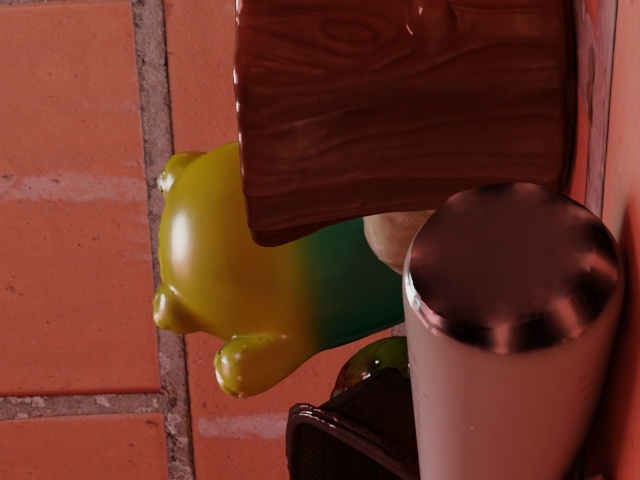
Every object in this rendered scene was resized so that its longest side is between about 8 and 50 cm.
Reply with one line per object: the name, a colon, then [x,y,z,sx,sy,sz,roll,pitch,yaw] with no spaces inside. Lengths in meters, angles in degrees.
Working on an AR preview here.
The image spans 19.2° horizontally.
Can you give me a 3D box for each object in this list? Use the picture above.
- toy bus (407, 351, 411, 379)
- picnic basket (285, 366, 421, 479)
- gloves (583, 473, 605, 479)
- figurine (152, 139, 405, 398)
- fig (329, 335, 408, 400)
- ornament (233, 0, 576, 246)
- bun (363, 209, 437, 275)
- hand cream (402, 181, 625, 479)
toy bus: [0.129,0.086,2.027,0.088,0.083,0.194,93,177,-63]
picnic basket: [0.084,0.266,1.961,0.129,0.222,0.297,-40,-34,-31]
gloves: [0.152,0.166,1.087,0.044,0.037,0.081,41,138,40]
figurine: [0.000,0.000,1.903,0.231,0.340,0.324,88,179,-69]
fig: [0.096,0.205,2.173,0.191,0.181,0.181,18,-111,-62]
ornament: [0.054,-0.107,1.287,0.221,0.217,0.235,-90,-1,-54]
bun: [0.115,-0.049,1.511,0.183,0.102,0.183,-47,-27,-33]
hand cream: [0.113,0.116,1.124,0.359,0.118,0.185,83,-151,-52]
